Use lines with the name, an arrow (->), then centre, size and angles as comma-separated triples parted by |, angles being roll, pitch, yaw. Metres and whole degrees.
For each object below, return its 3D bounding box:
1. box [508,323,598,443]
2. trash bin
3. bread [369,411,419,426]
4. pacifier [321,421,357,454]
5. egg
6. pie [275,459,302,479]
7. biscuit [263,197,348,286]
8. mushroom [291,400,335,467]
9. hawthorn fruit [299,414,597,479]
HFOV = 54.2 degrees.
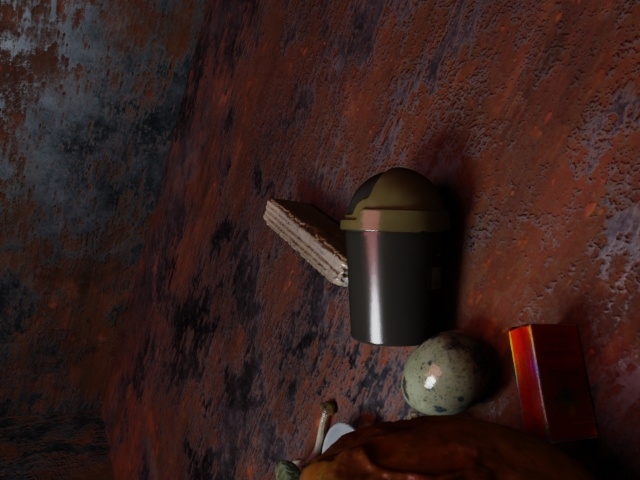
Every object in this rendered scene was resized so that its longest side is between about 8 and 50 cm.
box -> 0.351, 0.215, 0.948 | 0.048, 0.112, 0.175 | -28, 61, 54
trash bin -> 0.145, 0.024, 1.220 | 0.214, 0.214, 0.333 | 9, 101, 59
bread -> 0.173, 0.432, 1.138 | 0.196, 0.176, 0.246 | -4, 88, 21
pacifier -> 0.032, 0.531, 1.307 | 0.244, 0.233, 0.299 | 117, 142, -46
egg -> 0.221, 0.244, 1.124 | 0.181, 0.141, 0.141 | -46, 48, 34
pie -> -0.036, 0.658, 1.485 | 0.306, 0.071, 0.306 | 158, 90, -81
biscuit -> 0.000, 0.000, 1.521 | 0.426, 0.144, 0.078 | 38, 117, 53
mushroom -> -0.025, 0.525, 1.598 | 0.068, 0.043, 0.306 | -100, 29, -55
hawthorn fruit -> 0.158, 0.436, 0.813 | 0.472, 0.472, 0.471 | -12, 76, 58
